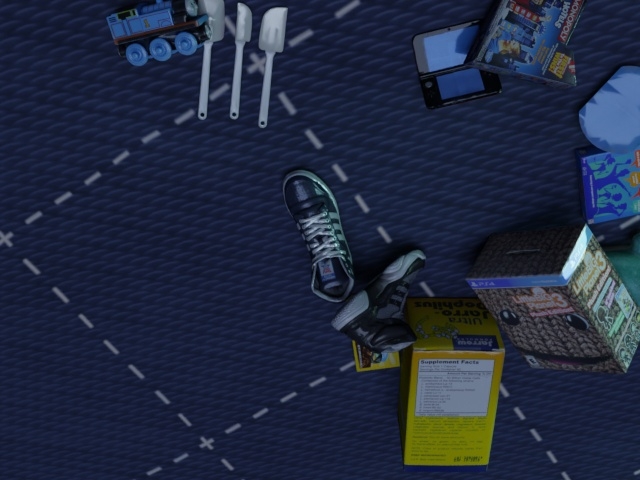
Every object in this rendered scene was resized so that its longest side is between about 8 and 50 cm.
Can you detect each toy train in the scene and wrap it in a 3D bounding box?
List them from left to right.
[{"bbox_3d":[-0.291,-0.384,1.414,0.184,0.080,0.105,-9,116,15],"label":"toy train"}]

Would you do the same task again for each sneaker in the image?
[{"bbox_3d":[0.000,0.000,1.595,0.099,0.153,0.282,-18,119,11],"label":"sneaker"},{"bbox_3d":[0.156,0.141,1.622,0.153,0.269,0.101,49,150,4],"label":"sneaker"}]

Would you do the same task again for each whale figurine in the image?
[{"bbox_3d":[0.640,0.085,1.646,0.272,0.141,0.216,18,119,-7],"label":"whale figurine"}]

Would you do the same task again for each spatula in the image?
[{"bbox_3d":[-0.160,-0.336,1.485,0.168,0.019,0.242,5,121,-8],"label":"spatula"}]

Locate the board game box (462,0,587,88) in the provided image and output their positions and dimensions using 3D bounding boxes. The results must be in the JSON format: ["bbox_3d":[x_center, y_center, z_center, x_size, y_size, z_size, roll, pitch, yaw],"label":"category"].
[{"bbox_3d":[0.389,-0.364,1.409,0.194,0.060,0.194,25,91,-11],"label":"board game box"}]

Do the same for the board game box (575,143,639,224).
[{"bbox_3d":[0.632,-0.130,1.576,0.210,0.047,0.160,-13,119,7],"label":"board game box"}]

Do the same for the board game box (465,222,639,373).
[{"bbox_3d":[0.487,0.124,1.607,0.232,0.141,0.291,-8,129,51],"label":"board game box"}]

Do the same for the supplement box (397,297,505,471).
[{"bbox_3d":[0.284,0.326,1.758,0.194,0.195,0.356,1,121,0],"label":"supplement box"}]

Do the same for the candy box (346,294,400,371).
[{"bbox_3d":[0.122,0.209,1.788,0.105,0.027,0.205,-9,120,2],"label":"candy box"}]

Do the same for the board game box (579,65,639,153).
[{"bbox_3d":[0.586,-0.252,1.505,0.133,0.033,0.168,38,111,-6],"label":"board game box"}]

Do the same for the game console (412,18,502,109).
[{"bbox_3d":[0.253,-0.326,1.449,0.144,0.124,0.085,-12,146,8],"label":"game console"}]
